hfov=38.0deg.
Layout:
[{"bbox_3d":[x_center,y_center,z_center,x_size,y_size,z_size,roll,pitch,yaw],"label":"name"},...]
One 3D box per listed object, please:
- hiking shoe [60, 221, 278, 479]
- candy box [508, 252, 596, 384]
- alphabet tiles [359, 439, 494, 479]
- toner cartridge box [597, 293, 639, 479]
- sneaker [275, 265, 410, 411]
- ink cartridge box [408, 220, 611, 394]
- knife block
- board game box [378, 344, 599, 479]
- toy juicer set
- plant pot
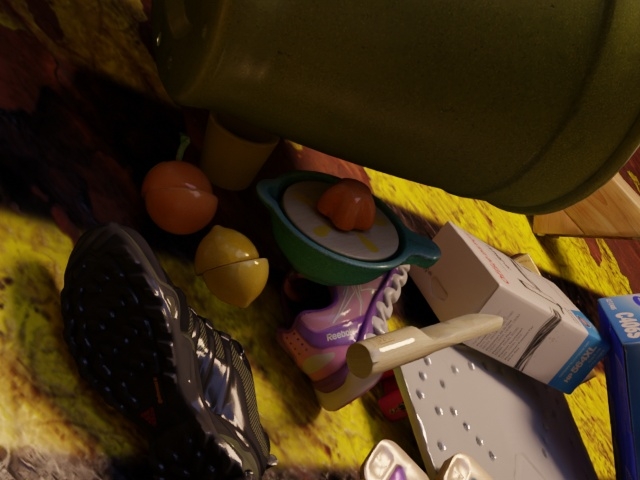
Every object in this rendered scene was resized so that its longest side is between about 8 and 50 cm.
[{"bbox_3d":[-0.108,0.090,0.681,0.227,0.086,0.114,64,15,-2],"label":"hiking shoe"},{"bbox_3d":[0.303,0.108,1.275,0.187,0.053,0.109,60,4,3],"label":"candy box"},{"bbox_3d":[0.108,0.316,0.775,0.278,0.021,0.284,46,43,-4],"label":"alphabet tiles"},{"bbox_3d":[0.406,0.255,1.139,0.165,0.075,0.348,-71,152,-74],"label":"toner cartridge box"},{"bbox_3d":[0.015,0.046,0.891,0.104,0.095,0.236,40,34,-17],"label":"sneaker"},{"bbox_3d":[0.223,0.080,1.108,0.203,0.086,0.148,28,18,-32],"label":"ink cartridge box"},{"bbox_3d":[0.443,-0.123,1.566,0.088,0.275,0.242,6,88,-55],"label":"knife block"},{"bbox_3d":[0.222,0.305,1.006,0.390,0.050,0.390,15,51,-52],"label":"board game box"},{"bbox_3d":[0.000,0.000,0.780,0.329,0.089,0.209,34,31,11],"label":"toy juicer set"},{"bbox_3d":[0.053,-0.216,0.796,0.353,0.366,0.366,4,56,-25],"label":"plant pot"}]
